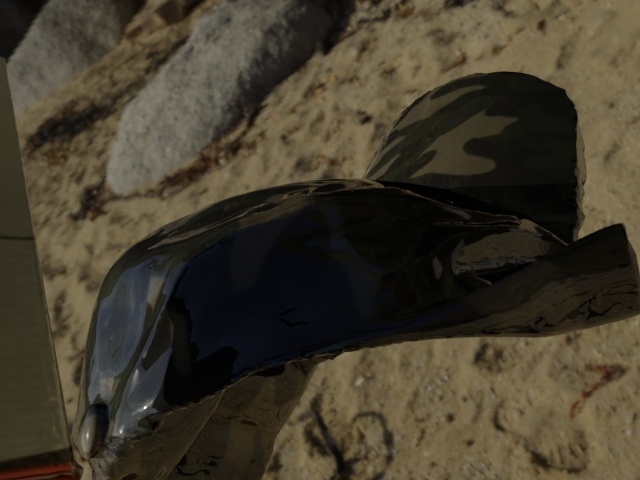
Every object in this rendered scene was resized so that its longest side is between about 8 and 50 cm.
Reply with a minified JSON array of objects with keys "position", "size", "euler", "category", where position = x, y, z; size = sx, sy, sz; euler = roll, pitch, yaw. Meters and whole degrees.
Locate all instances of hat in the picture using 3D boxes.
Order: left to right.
[{"position":[0.000,0.000,0.565],"size":[0.366,0.257,0.381],"euler":[-40,34,33],"category":"hat"}]

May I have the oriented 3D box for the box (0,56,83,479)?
[{"position":[-0.161,0.036,0.318],"size":[0.139,0.245,0.035],"euler":[3,-28,-40],"category":"box"}]
